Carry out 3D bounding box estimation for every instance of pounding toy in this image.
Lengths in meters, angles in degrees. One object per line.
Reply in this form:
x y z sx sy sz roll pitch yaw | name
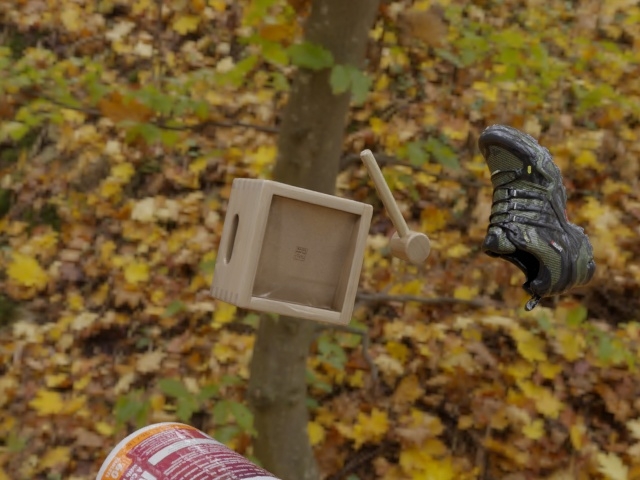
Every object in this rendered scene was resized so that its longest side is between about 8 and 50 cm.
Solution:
0.007 -0.008 1.069 0.206 0.181 0.094 12 -1 -27 | pounding toy

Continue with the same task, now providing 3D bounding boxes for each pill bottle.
-0.075 0.223 0.762 0.121 0.121 0.221 4 6 -36 | pill bottle

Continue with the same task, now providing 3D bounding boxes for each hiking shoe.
0.240 -0.032 1.232 0.114 0.227 0.086 -24 -9 -24 | hiking shoe
